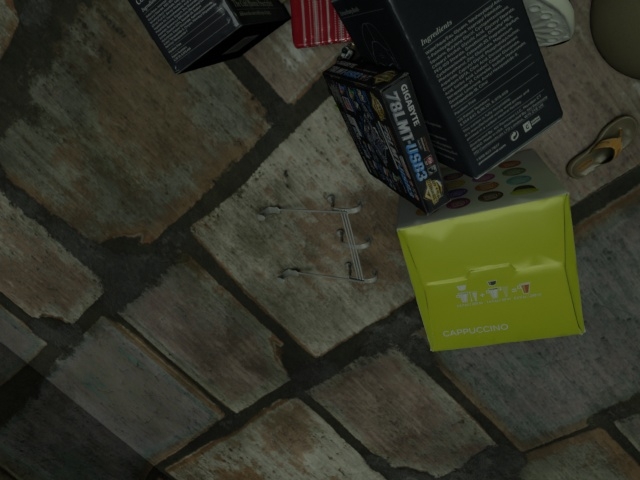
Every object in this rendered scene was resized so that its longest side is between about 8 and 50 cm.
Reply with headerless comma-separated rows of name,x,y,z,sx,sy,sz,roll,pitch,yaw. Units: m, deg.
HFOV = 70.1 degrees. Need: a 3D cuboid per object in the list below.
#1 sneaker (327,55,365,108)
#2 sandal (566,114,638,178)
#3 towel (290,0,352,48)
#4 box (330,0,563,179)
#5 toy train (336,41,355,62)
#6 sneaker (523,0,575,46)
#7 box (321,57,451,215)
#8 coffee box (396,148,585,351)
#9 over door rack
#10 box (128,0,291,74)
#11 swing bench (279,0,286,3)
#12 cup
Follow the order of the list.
sneaker,0.127,-0.399,1.106,0.234,0.084,0.097,-24,132,24
sandal,0.671,-0.212,1.082,0.072,0.049,0.180,38,118,-8
towel,0.056,-0.555,1.035,0.274,0.031,0.199,0,107,16
box,0.238,-0.365,0.901,0.211,0.293,0.396,-36,117,2
toy train,0.091,-0.488,1.084,0.036,0.027,0.158,31,118,-7
sneaker,0.426,-0.568,0.915,0.322,0.130,0.237,16,85,-34
box,0.140,-0.233,0.993,0.073,0.293,0.296,-34,122,-5
coffee box,0.391,0.018,1.097,0.337,0.334,0.339,-12,113,18
over door rack,0.000,0.000,1.316,0.323,0.108,0.240,-2,116,29
box,-0.253,-0.552,0.948,0.178,0.343,0.313,-25,109,24
swing bench,-0.062,-0.680,0.925,0.253,0.165,0.255,-24,99,22
cup,0.719,-0.453,0.846,0.330,0.237,0.332,5,118,10
